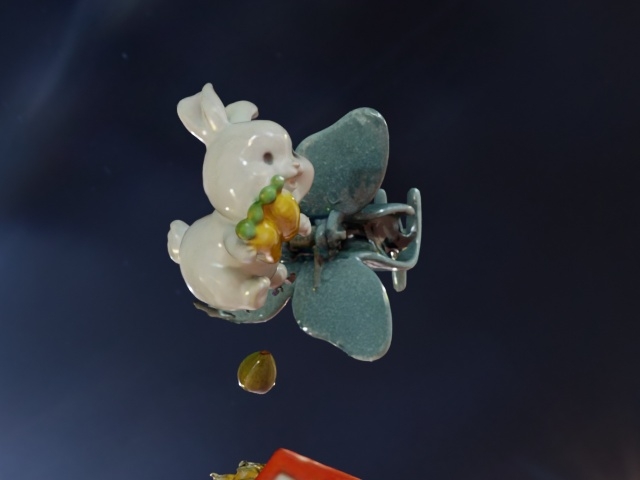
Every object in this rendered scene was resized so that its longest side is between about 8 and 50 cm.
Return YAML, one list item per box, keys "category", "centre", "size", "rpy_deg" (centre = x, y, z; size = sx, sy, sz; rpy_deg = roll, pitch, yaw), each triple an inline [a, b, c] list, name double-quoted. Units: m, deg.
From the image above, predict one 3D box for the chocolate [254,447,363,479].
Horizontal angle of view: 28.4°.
- category: "chocolate"
  centre: [-0.078, 0.392, 1.119]
  size: [0.360, 0.161, 0.341]
  rpy_deg: [-50, -13, -37]

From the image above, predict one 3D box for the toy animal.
- category: "toy animal"
  centre: [-0.112, -0.059, 1.838]
  size: [0.183, 0.247, 0.310]
  rpy_deg: [-12, -63, -38]

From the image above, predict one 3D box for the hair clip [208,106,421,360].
- category: "hair clip"
  centre: [0.000, 0.000, 2.096]
  size: [0.318, 0.392, 0.238]
  rpy_deg: [-4, -3, 21]

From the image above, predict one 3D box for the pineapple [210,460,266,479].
- category: "pineapple"
  centre: [-0.139, 0.340, 1.523]
  size: [0.164, 0.140, 0.250]
  rpy_deg: [3, -52, -17]

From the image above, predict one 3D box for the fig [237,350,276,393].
- category: "fig"
  centre: [-0.116, 0.245, 2.387]
  size: [0.074, 0.074, 0.088]
  rpy_deg: [-4, -57, -48]
